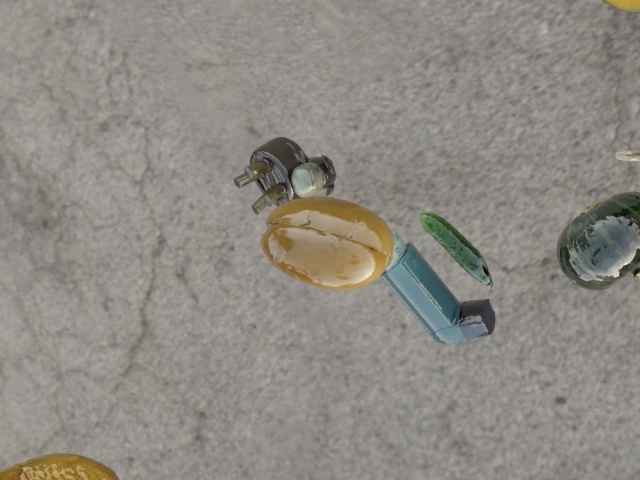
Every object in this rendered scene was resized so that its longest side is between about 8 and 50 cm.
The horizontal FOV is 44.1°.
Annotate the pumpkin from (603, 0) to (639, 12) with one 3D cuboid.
[{"bbox_3d":[0.432,-0.441,0.996,0.163,0.111,0.278,35,124,0],"label":"pumpkin"}]

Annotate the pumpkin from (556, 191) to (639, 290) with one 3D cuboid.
[{"bbox_3d":[0.417,0.003,1.133,0.167,0.167,0.125,-23,93,37],"label":"pumpkin"}]

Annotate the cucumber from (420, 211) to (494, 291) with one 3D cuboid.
[{"bbox_3d":[0.209,0.012,1.178,0.155,0.037,0.037,47,128,9],"label":"cucumber"}]

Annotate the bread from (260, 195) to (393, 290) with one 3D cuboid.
[{"bbox_3d":[0.000,0.000,0.981,0.189,0.077,0.114,12,85,28],"label":"bread"}]

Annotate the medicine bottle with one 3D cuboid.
[{"bbox_3d":[0.204,0.090,1.458,0.258,0.079,0.124,48,129,-12],"label":"medicine bottle"}]

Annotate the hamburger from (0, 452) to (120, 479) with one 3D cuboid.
[{"bbox_3d":[-0.421,0.477,1.182,0.290,0.314,0.170,70,155,12],"label":"hamburger"}]

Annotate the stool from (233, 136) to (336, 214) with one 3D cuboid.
[{"bbox_3d":[-0.063,-0.113,1.439,0.217,0.121,0.125,15,132,46],"label":"stool"}]

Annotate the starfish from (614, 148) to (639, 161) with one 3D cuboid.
[{"bbox_3d":[0.624,-0.151,1.069,0.398,0.383,0.132,33,130,25],"label":"starfish"}]
